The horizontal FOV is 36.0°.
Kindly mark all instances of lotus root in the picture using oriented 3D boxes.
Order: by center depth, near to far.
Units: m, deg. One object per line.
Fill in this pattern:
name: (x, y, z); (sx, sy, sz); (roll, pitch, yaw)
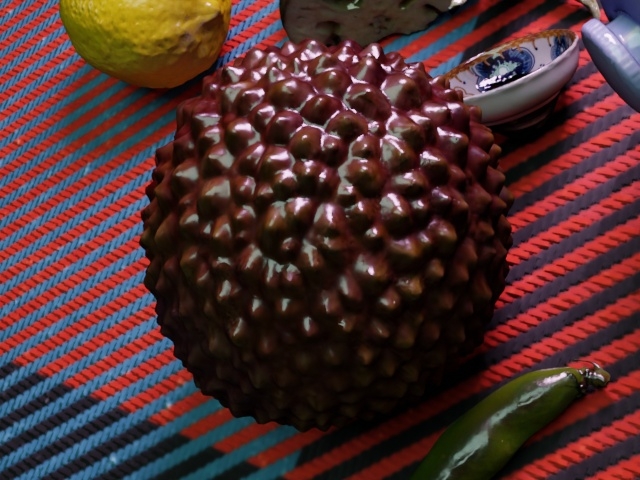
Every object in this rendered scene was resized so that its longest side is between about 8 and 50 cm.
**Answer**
lotus root: (0.046, -0.287, 1.006); (0.235, 0.138, 0.119); (-17, 50, 28)

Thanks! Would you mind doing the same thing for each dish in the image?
dish: (0.176, -0.125, 0.890); (0.141, 0.078, 0.141); (-23, 21, 9)

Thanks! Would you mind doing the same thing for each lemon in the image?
lemon: (-0.191, -0.255, 1.087); (0.193, 0.180, 0.180); (13, 72, 9)

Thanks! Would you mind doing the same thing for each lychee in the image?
lychee: (0.000, 0.000, 0.791); (0.306, 0.330, 0.306); (-8, 37, 6)

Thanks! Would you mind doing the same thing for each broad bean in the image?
broad bean: (0.119, 0.177, 0.784); (0.254, 0.046, 0.065); (-45, 67, 1)

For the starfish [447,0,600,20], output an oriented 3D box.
starfish: (0.181, -0.277, 0.933); (0.223, 0.050, 0.217); (-36, 72, -23)

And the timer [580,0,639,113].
timer: (0.355, -0.211, 0.647); (0.395, 0.395, 0.173); (-34, 58, 10)
